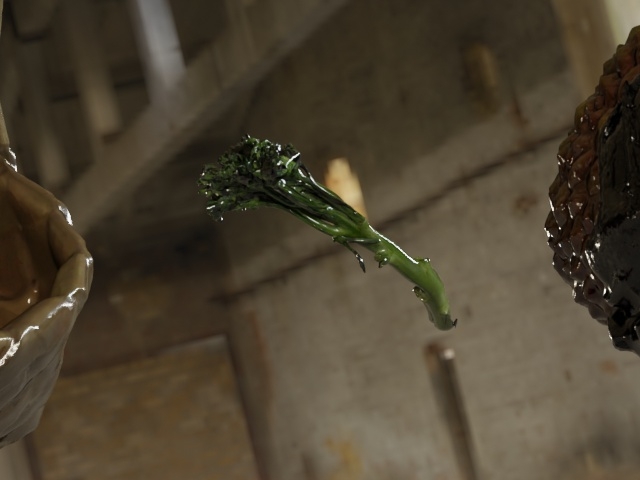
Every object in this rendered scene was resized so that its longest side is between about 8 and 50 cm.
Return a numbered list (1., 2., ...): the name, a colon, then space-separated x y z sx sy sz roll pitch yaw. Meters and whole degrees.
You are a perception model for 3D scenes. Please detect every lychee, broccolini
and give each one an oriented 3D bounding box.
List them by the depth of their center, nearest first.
1. lychee: 0.277 -0.038 1.295 0.236 0.271 0.236 -1 19 0
2. broccolini: 0.006 0.004 1.405 0.123 0.062 0.271 17 -16 48

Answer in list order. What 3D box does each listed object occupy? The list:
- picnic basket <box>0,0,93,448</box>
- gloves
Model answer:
1. picnic basket: -0.277 -0.052 1.023 0.337 0.337 0.293 -17 4 34
2. gloves: 0.173 -0.044 0.867 0.106 0.181 0.129 -17 -4 -22
